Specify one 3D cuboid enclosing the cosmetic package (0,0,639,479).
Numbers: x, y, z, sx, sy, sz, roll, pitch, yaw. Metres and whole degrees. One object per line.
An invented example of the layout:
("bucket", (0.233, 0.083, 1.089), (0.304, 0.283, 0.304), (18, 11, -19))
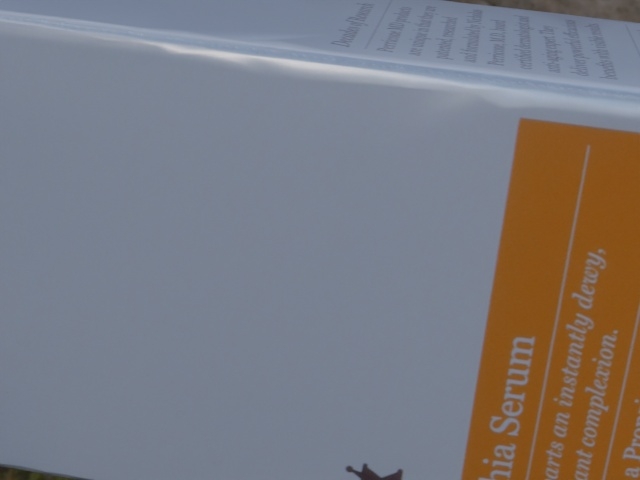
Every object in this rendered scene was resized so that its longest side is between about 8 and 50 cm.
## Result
("cosmetic package", (0.000, 0.000, 0.562), (0.453, 0.230, 0.161), (8, 22, 7))
